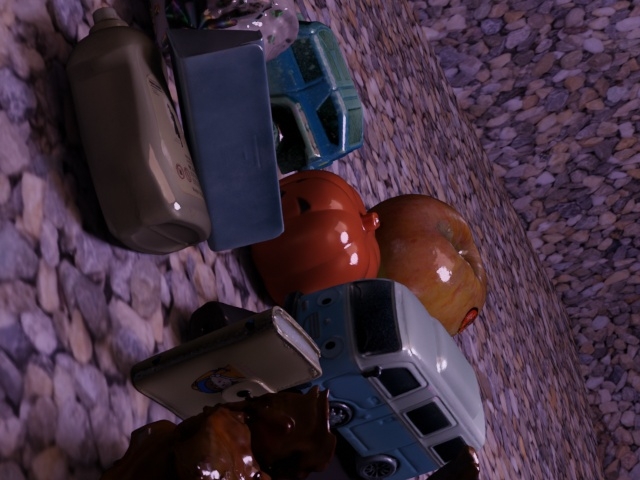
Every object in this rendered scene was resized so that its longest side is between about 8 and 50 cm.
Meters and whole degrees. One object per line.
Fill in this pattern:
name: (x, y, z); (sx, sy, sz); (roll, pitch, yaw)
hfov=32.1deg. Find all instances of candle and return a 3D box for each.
candle: (-0.125, -0.288, 1.375); (0.187, 0.187, 0.330); (28, 46, -64)

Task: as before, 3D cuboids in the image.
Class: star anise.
star anise: (-0.038, 0.193, 0.898); (0.237, 0.346, 0.148); (149, -61, -73)

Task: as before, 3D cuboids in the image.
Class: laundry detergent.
laundry detergent: (-0.188, -0.119, 1.134); (0.181, 0.091, 0.253); (36, 36, -73)

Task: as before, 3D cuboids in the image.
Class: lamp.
lamp: (0.000, 0.000, 1.428); (0.188, 0.163, 0.188); (-90, 154, -53)

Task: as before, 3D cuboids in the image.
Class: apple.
apple: (0.148, 0.047, 1.753); (0.261, 0.194, 0.261); (52, 23, -34)

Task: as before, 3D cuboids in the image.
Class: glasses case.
glasses case: (-0.102, -0.100, 1.192); (0.056, 0.105, 0.266); (-79, 169, -45)

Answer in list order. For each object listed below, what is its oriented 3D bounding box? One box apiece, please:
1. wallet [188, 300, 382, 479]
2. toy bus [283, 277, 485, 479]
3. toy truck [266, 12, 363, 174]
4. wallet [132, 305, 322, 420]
wallet: (-0.020, 0.201, 1.305); (0.406, 0.062, 0.228); (23, 48, -66)
toy bus: (0.080, 0.158, 1.276); (0.271, 0.164, 0.133); (53, 24, -43)
toy truck: (-0.049, -0.229, 1.559); (0.279, 0.156, 0.155); (69, 18, -3)
wallet: (-0.085, 0.119, 1.059); (0.110, 0.155, 0.039); (49, 25, -47)
